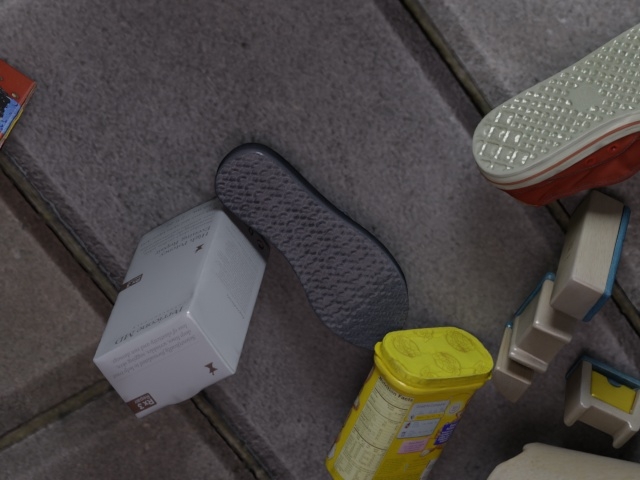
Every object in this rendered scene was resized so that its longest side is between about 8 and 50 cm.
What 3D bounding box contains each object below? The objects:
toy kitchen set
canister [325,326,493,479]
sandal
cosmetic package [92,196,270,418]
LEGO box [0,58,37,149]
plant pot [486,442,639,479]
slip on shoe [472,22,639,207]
[{"bbox_3d":[0.285,0.082,1.955,0.166,0.122,0.207,25,140,-6],"label":"toy kitchen set"},{"bbox_3d":[0.087,0.176,2.017,0.126,0.073,0.170,-3,131,-38],"label":"canister"},{"bbox_3d":[0.000,-0.001,1.970,0.097,0.054,0.254,-36,105,14],"label":"sandal"},{"bbox_3d":[-0.131,0.060,1.914,0.117,0.231,0.085,-27,112,20],"label":"cosmetic package"},{"bbox_3d":[-0.577,-0.044,1.943,0.372,0.193,0.500,35,118,-11],"label":"LEGO box"},{"bbox_3d":[0.307,0.348,1.953,0.305,0.334,0.333,17,125,32],"label":"plant pot"},{"bbox_3d":[0.304,-0.126,1.831,0.331,0.123,0.101,-25,145,15],"label":"slip on shoe"}]
